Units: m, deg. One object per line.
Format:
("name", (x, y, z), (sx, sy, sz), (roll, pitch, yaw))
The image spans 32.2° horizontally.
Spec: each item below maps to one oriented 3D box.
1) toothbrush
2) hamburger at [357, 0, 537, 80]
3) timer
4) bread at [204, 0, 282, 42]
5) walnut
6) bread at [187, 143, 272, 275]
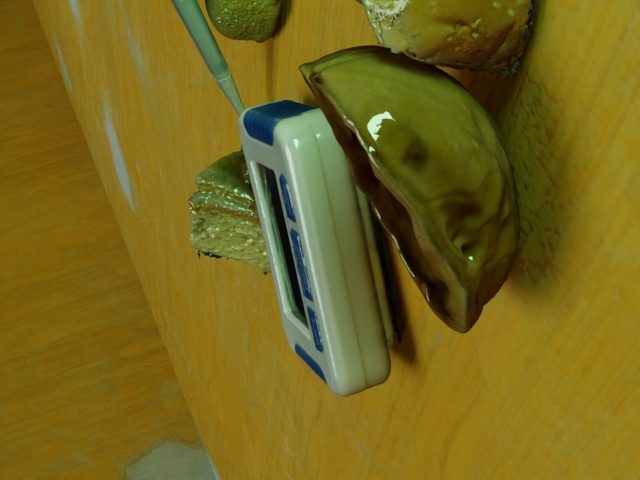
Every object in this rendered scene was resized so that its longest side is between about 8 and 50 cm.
("toothbrush", (-0.107, -0.185, 1.092), (0.342, 0.025, 0.030), (63, -175, -58))
("hamburger", (0.058, -0.156, 0.583), (0.087, 0.102, 0.176), (30, 137, 50))
("timer", (0.000, 0.000, 1.009), (0.178, 0.078, 0.253), (-144, 40, -69))
("bread", (-0.083, -0.266, 1.028), (0.188, 0.065, 0.149), (134, 121, -75))
("walnut", (0.069, -0.044, 0.675), (0.167, 0.087, 0.211), (53, 175, 46))
("bread", (-0.058, -0.016, 1.167), (0.152, 0.127, 0.147), (47, 157, 20))
